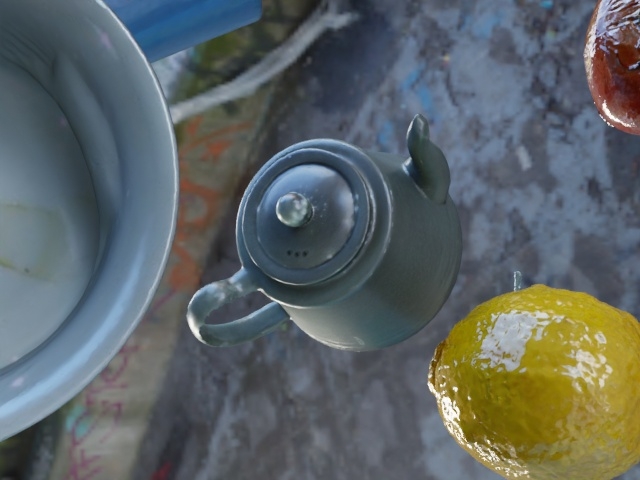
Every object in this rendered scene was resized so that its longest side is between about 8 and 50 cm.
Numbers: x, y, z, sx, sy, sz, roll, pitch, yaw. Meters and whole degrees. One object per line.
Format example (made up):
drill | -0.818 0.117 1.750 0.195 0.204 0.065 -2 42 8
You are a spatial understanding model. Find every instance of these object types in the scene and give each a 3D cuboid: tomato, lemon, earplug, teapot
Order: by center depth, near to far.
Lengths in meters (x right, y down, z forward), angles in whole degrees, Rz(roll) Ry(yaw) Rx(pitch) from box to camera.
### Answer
lemon | 0.155 0.101 0.861 0.187 0.142 0.142 5 94 38
teapot | 0.000 0.000 0.911 0.239 0.149 0.162 -39 66 11
earplug | -0.203 -0.205 1.116 0.132 0.273 0.132 58 167 21
tomato | 0.424 -0.244 1.494 0.228 0.101 0.227 -8 64 17

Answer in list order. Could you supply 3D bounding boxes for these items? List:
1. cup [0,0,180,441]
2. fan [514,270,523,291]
cup | -0.270 -0.023 0.826 0.163 0.347 0.347 123 142 -77
fan | 0.226 0.113 1.429 0.005 0.113 0.175 112 169 -60
